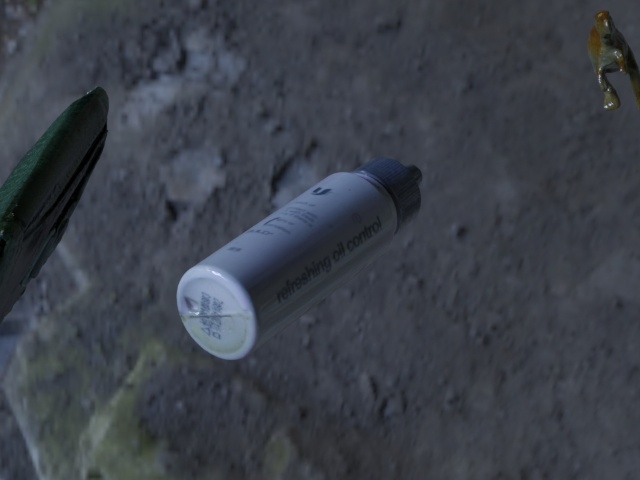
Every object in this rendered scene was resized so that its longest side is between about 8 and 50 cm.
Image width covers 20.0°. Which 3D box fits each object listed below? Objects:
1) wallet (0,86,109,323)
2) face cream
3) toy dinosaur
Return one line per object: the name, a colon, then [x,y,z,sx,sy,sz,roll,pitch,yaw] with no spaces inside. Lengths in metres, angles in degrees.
wallet: [-0.204,0.003,1.196,0.055,0.160,0.236,30,27,-8]
face cream: [0.000,0.000,1.625,0.092,0.092,0.311,36,41,17]
toy dinosaur: [0.239,-0.167,1.514,0.039,0.126,0.162,-18,36,9]
